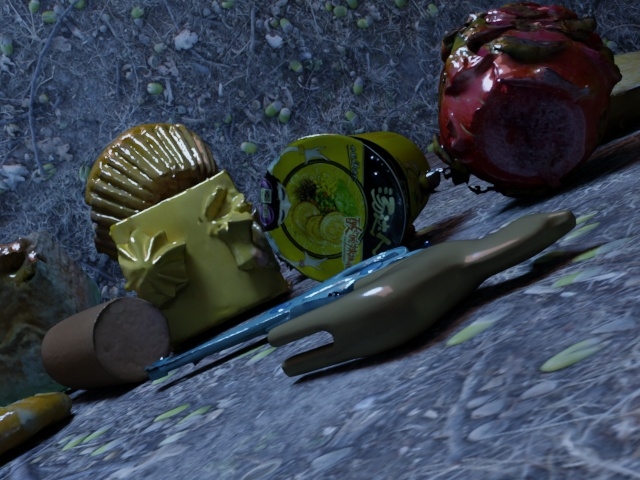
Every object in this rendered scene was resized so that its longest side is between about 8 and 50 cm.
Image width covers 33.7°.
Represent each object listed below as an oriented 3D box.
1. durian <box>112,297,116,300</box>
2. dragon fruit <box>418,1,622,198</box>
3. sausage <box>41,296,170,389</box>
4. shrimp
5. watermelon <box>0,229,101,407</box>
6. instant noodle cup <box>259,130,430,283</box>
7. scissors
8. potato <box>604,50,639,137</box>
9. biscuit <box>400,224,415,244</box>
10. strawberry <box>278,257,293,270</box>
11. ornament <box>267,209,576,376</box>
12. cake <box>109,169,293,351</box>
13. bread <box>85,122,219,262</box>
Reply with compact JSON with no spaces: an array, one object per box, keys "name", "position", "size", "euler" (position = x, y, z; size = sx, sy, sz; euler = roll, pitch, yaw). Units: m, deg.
[{"name":"durian","position":[-0.413,0.164,1.849],"size":[0.146,0.102,0.208],"euler":[-25,22,45]},{"name":"dragon fruit","position":[0.275,-0.199,1.467],"size":[0.250,0.269,0.291],"euler":[7,29,-2]},{"name":"sausage","position":[-0.323,0.158,1.549],"size":[0.123,0.123,0.253],"euler":[-29,4,-35]},{"name":"shrimp","position":[-0.545,0.301,1.414],"size":[0.445,0.085,0.272],"euler":[-24,-1,-12]},{"name":"watermelon","position":[-0.502,0.115,1.724],"size":[0.264,0.302,0.151],"euler":[-22,16,-3]},{"name":"instant noodle cup","position":[0.055,-0.065,1.510],"size":[0.215,0.215,0.236],"euler":[-23,4,26]},{"name":"scissors","position":[-0.038,0.093,1.310],"size":[0.393,0.032,0.180],"euler":[-24,5,4]},{"name":"potato","position":[0.445,-0.219,1.727],"size":[0.299,0.116,0.239],"euler":[-11,16,24]},{"name":"biscuit","position":[0.089,0.004,1.650],"size":[0.126,0.025,0.206],"euler":[-24,6,18]},{"name":"strawberry","position":[-0.002,0.001,1.786],"size":[0.140,0.085,0.192],"euler":[-26,4,2]},{"name":"ornament","position":[0.104,0.040,0.995],"size":[0.245,0.061,0.230],"euler":[-23,4,42]},{"name":"cake","position":[-0.189,0.031,1.641],"size":[0.227,0.222,0.286],"euler":[-28,5,-6]},{"name":"bread","position":[-0.279,-0.071,1.854],"size":[0.274,0.274,0.149],"euler":[-28,37,-31]}]
